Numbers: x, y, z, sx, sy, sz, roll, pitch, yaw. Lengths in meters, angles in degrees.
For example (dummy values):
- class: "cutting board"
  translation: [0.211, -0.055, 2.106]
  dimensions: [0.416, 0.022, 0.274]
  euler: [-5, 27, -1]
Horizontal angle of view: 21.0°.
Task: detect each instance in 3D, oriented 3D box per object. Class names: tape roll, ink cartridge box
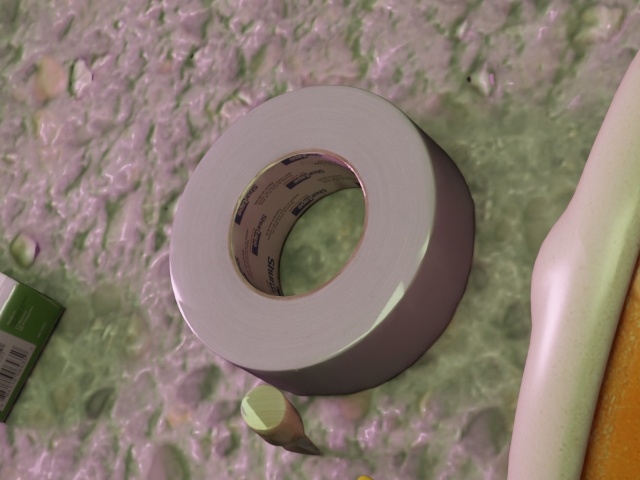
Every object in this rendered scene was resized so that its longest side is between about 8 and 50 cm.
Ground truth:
- class: "tape roll"
  translation: [0.000, 0.000, 1.255]
  dimensions: [0.219, 0.072, 0.219]
  euler: [-12, 65, 27]
- class: "ink cartridge box"
  translation: [-0.321, 0.058, 1.428]
  dimensions: [0.209, 0.062, 0.109]
  euler: [23, 83, 36]

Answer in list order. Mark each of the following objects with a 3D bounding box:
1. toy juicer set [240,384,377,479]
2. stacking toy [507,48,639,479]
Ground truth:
- class: "toy juicer set"
  translation: [0.028, 0.199, 1.066]
  dimensions: [0.089, 0.209, 0.329]
  euler: [-48, 54, -6]
- class: "stacking toy"
  translation: [0.361, 0.086, 0.902]
  dimensions: [0.480, 0.350, 0.350]
  euler: [17, 79, 19]
